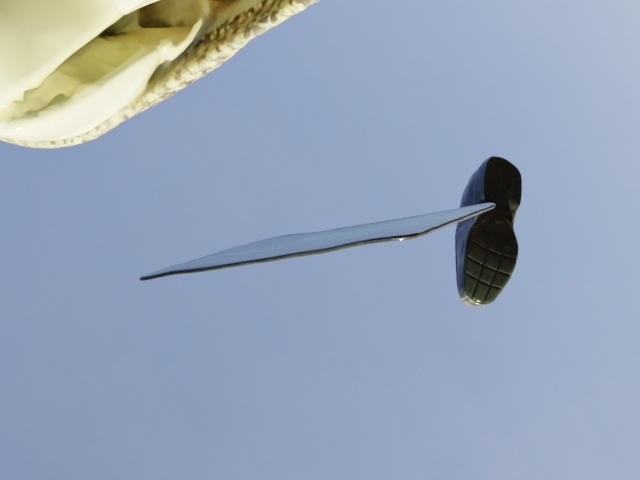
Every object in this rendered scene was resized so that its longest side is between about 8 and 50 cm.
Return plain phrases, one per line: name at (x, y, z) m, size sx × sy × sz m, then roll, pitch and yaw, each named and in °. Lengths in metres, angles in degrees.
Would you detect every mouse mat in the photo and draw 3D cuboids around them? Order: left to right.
mouse mat at (0.000, 0.000, 0.996) m, size 0.152 × 0.190 × 0.007 m, roll -19°, pitch -80°, yaw -64°

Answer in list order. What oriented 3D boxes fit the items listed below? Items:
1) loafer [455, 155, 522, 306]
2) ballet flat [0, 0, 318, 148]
loafer at (0.165, -0.002, 1.632) m, size 0.062 × 0.061 × 0.170 m, roll 27°, pitch -123°, yaw -17°
ballet flat at (-0.054, -0.130, 0.581) m, size 0.164 × 0.483 × 0.182 m, roll 49°, pitch -138°, yaw -21°
